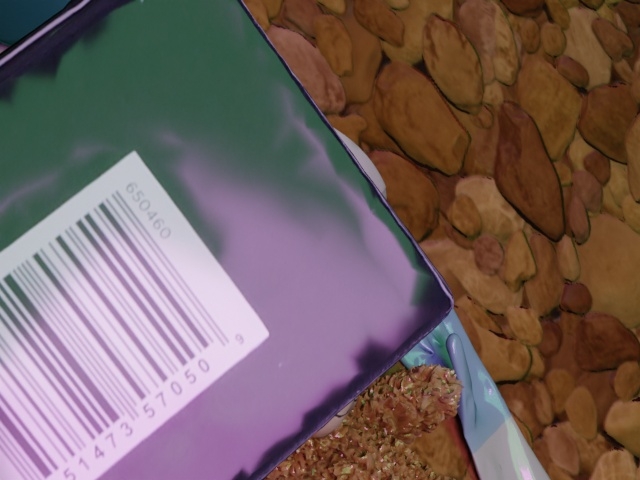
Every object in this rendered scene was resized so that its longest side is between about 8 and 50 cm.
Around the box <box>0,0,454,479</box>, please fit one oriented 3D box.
[{"bbox_3d":[-0.169,0.043,0.877,0.293,0.395,0.212,-40,101,-19],"label":"box"}]

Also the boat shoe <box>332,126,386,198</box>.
[{"bbox_3d":[-0.001,0.000,1.240,0.081,0.079,0.227,-60,158,-24],"label":"boat shoe"}]

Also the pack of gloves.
[{"bbox_3d":[0.098,0.159,1.354,0.195,0.046,0.232,-36,98,-43],"label":"pack of gloves"}]

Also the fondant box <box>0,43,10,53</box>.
[{"bbox_3d":[-0.193,-0.131,1.183,0.330,0.096,0.238,56,48,-11],"label":"fondant box"}]

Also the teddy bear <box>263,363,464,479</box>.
[{"bbox_3d":[0.038,0.193,1.232,0.245,0.113,0.338,-25,94,-35],"label":"teddy bear"}]

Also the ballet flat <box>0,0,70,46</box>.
[{"bbox_3d":[-0.149,-0.152,1.110,0.280,0.095,0.096,33,45,-40],"label":"ballet flat"}]
